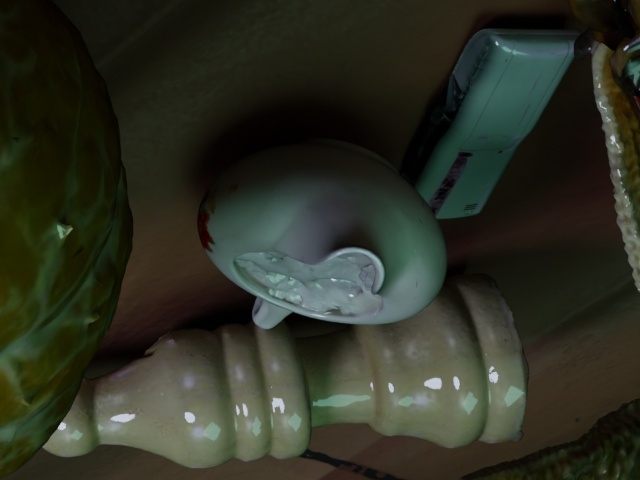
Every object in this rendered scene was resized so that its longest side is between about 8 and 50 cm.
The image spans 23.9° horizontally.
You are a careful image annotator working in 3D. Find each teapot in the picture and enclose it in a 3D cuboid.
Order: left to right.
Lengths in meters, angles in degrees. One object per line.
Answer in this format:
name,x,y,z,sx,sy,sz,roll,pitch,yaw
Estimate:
teapot,0.000,0.000,0.870,0.145,0.092,0.226,23,160,-7

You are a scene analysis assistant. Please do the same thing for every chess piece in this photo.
chess piece,-0.033,0.097,0.982,0.307,0.139,0.124,-8,131,-9

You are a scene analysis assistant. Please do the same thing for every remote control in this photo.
remote control,0.094,-0.065,0.885,0.065,0.029,0.166,-3,145,-22

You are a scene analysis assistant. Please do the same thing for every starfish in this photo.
starfish,0.188,0.085,0.904,0.398,0.132,0.384,-55,137,-8

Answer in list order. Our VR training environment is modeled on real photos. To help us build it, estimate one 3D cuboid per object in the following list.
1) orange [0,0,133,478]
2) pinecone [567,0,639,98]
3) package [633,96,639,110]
orange,-0.239,-0.010,0.617,0.329,0.249,0.329,-16,148,-10
pinecone,0.223,-0.137,0.637,0.243,0.257,0.244,-7,133,-8
package,0.222,-0.098,0.903,0.083,0.022,0.200,-25,148,12
